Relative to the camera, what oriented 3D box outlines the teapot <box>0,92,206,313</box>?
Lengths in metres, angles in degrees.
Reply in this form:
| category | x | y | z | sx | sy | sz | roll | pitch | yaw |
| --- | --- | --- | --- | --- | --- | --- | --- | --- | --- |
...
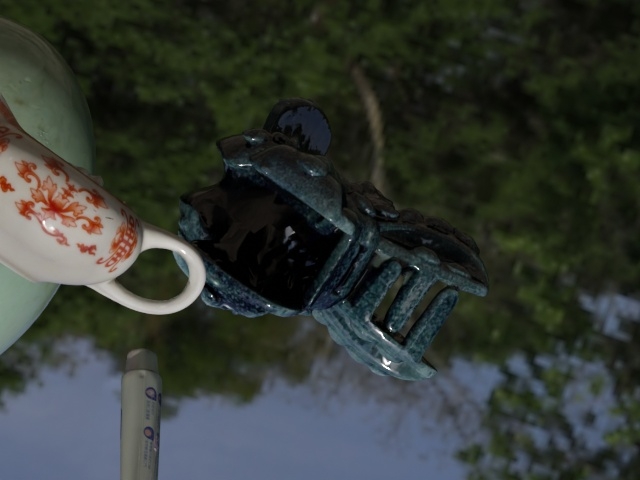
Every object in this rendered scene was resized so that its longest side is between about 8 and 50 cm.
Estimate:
| category | x | y | z | sx | sy | sz | roll | pitch | yaw |
| --- | --- | --- | --- | --- | --- | --- | --- | --- | --- |
| teapot | -0.193 | -0.023 | 1.324 | 0.245 | 0.116 | 0.159 | 34 | 166 | -19 |

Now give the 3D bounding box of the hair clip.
| category | x | y | z | sx | sy | sz | roll | pitch | yaw |
| --- | --- | --- | --- | --- | --- | --- | --- | --- | --- |
| hair clip | -0.002 | -0.002 | 1.569 | 0.206 | 0.194 | 0.310 | 36 | -175 | 38 |

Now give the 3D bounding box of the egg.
| category | x | y | z | sx | sy | sz | roll | pitch | yaw |
| --- | --- | --- | --- | --- | --- | --- | --- | --- | --- |
| egg | -0.353 | -0.028 | 1.623 | 0.276 | 0.389 | 0.276 | 28 | -154 | -15 |

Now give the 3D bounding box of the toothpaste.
| category | x | y | z | sx | sy | sz | roll | pitch | yaw |
| --- | --- | --- | --- | --- | --- | --- | --- | --- | --- |
| toothpaste | -0.141 | 0.184 | 1.406 | 0.033 | 0.218 | 0.052 | -13 | 146 | 17 |
